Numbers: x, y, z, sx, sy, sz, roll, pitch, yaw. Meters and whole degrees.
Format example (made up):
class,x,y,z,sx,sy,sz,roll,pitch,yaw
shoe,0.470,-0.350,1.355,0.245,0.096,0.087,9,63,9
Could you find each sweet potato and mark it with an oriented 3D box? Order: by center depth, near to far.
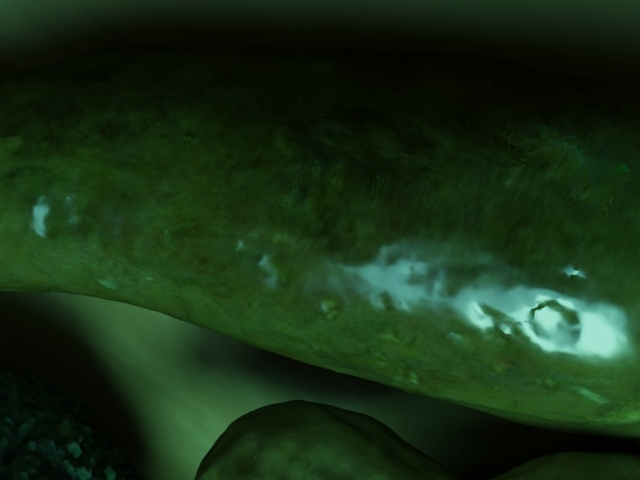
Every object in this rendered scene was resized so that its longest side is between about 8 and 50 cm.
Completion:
class,x,y,z,sx,sy,sz,roll,pitch,yaw
sweet potato,-0.002,-0.005,0.531,0.422,0.130,0.130,5,125,2

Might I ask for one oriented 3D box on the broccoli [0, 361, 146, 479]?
class,x,y,z,sx,sy,sz,roll,pitch,yaw
broccoli,-0.142,0.139,0.598,0.176,0.198,0.226,-13,108,-6

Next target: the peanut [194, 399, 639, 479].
class,x,y,z,sx,sy,sz,roll,pitch,yaw
peanut,0.064,0.126,0.532,0.263,0.117,0.101,10,164,31
